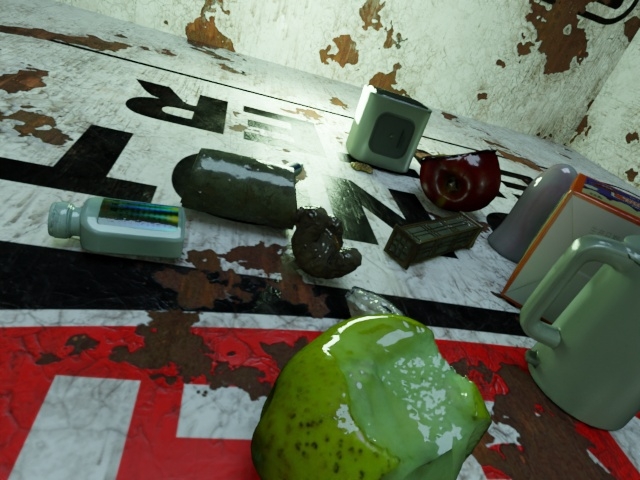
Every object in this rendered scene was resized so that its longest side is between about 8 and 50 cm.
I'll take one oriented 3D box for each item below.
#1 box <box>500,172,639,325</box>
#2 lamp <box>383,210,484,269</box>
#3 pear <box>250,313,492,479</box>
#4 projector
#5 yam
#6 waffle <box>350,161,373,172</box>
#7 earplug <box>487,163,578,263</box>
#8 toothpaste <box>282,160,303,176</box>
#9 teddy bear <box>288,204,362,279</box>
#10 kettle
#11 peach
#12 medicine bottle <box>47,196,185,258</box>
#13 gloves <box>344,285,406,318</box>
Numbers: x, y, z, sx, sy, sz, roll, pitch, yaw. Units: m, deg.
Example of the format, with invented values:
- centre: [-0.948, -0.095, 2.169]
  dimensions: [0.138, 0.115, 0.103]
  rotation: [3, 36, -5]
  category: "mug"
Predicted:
- centre: [0.695, 0.066, 1.017]
  dimensions: [0.348, 0.319, 0.256]
  rotation: [32, 31, 22]
  category: "box"
- centre: [0.317, -0.007, 1.147]
  dimensions: [0.325, 0.090, 0.089]
  rotation: [-12, 43, -39]
  category: "lamp"
- centre: [0.040, 0.219, 0.557]
  dimensions: [0.281, 0.176, 0.286]
  rotation: [-4, 37, -30]
  category: "pear"
- centre: [0.254, -0.435, 1.623]
  dimensions: [0.248, 0.249, 0.249]
  rotation: [14, 27, -9]
  category: "projector"
- centre: [-0.182, -0.121, 0.989]
  dimensions: [0.267, 0.161, 0.161]
  rotation: [10, 32, -12]
  category: "yam"
- centre: [0.151, -0.269, 1.541]
  dimensions: [0.085, 0.016, 0.078]
  rotation: [7, 29, -20]
  category: "waffle"
- centre: [0.655, -0.090, 1.256]
  dimensions: [0.172, 0.301, 0.172]
  rotation: [15, 31, -9]
  category: "earplug"
- centre: [-0.126, -0.188, 1.234]
  dimensions: [0.069, 0.047, 0.268]
  rotation: [40, 38, 9]
  category: "toothpaste"
- centre: [0.000, 0.000, 0.937]
  dimensions: [0.177, 0.140, 0.190]
  rotation: [47, 21, -10]
  category: "teddy bear"
- centre: [0.542, 0.156, 0.791]
  dimensions: [0.265, 0.318, 0.205]
  rotation: [38, 37, 27]
  category: "kettle"
- centre: [0.484, -0.198, 1.448]
  dimensions: [0.257, 0.201, 0.361]
  rotation: [-3, 8, 24]
  category: "peach"
- centre: [-0.379, -0.028, 0.797]
  dimensions: [0.228, 0.083, 0.121]
  rotation: [7, 35, -22]
  category: "medicine bottle"
- centre: [0.113, 0.143, 0.792]
  dimensions: [0.114, 0.070, 0.153]
  rotation: [25, 11, -44]
  category: "gloves"
